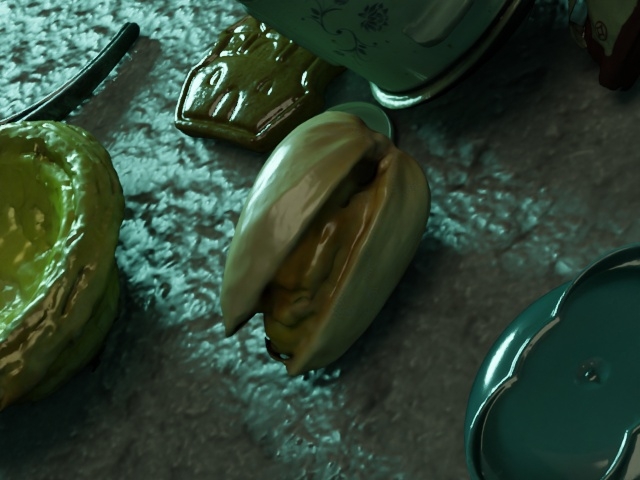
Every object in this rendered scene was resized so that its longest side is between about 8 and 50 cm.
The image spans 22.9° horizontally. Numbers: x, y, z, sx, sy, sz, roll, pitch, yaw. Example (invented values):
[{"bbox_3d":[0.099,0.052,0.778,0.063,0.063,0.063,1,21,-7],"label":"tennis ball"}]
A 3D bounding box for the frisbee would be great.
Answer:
[{"bbox_3d":[0.020,-0.085,1.485,0.110,0.014,0.110,-17,49,20],"label":"frisbee"}]

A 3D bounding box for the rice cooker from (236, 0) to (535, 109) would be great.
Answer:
[{"bbox_3d":[0.066,-0.270,1.414,0.264,0.316,0.317,-52,43,19],"label":"rice cooker"}]

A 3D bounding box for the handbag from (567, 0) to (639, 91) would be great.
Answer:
[{"bbox_3d":[0.287,-0.277,1.352,0.127,0.235,0.213,11,44,-14],"label":"handbag"}]

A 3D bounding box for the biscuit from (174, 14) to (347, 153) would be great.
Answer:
[{"bbox_3d":[-0.047,-0.184,1.578,0.182,0.034,0.215,16,64,42],"label":"biscuit"}]

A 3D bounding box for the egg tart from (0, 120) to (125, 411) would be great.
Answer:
[{"bbox_3d":[-0.310,0.052,1.495,0.345,0.132,0.345,-16,49,19],"label":"egg tart"}]

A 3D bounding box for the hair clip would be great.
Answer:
[{"bbox_3d":[-0.280,-0.155,1.709,0.229,0.039,0.070,-38,46,-7],"label":"hair clip"}]

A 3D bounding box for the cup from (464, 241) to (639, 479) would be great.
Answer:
[{"bbox_3d":[0.203,0.176,1.015,0.219,0.257,0.290,25,72,46],"label":"cup"}]

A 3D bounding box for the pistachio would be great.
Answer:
[{"bbox_3d":[0.000,0.000,1.347,0.157,0.157,0.229,17,72,39],"label":"pistachio"}]
